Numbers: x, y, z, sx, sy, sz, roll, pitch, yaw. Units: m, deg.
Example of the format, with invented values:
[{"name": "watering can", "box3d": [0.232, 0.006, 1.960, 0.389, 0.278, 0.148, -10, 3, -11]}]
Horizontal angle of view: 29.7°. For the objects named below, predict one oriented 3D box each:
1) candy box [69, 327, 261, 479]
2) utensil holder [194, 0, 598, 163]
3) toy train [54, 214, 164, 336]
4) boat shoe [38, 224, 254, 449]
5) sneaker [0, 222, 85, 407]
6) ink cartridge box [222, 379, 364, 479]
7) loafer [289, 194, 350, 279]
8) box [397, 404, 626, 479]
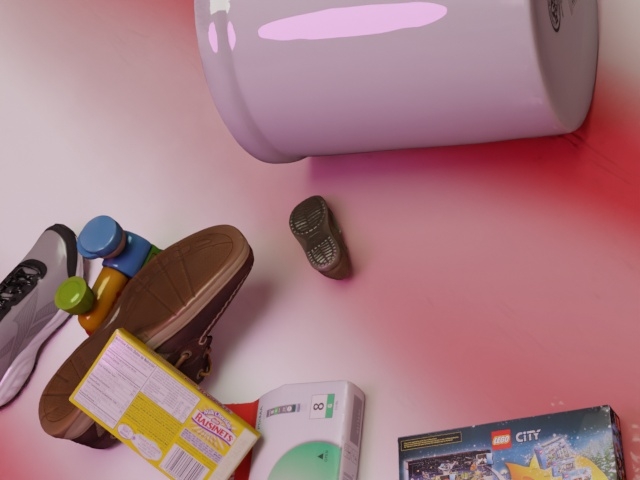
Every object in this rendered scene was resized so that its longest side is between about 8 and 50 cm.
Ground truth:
[{"name": "candy box", "box3d": [-0.180, 0.202, 1.386, 0.206, 0.027, 0.105, 37, 97, 7]}, {"name": "utensil holder", "box3d": [0.099, -0.261, 1.410, 0.385, 0.327, 0.327, -1, 63, 27]}, {"name": "toy train", "box3d": [-0.285, 0.099, 1.531, 0.105, 0.143, 0.248, 14, 71, 35]}, {"name": "boat shoe", "box3d": [-0.192, 0.127, 1.478, 0.342, 0.123, 0.123, -48, 39, 6]}, {"name": "sneaker", "box3d": [-0.412, 0.094, 1.630, 0.100, 0.108, 0.271, 15, 70, 36]}, {"name": "ink cartridge box", "box3d": [-0.065, 0.257, 1.378, 0.225, 0.056, 0.181, -7, 60, 24]}, {"name": "loafer", "box3d": [0.000, 0.000, 1.491, 0.056, 0.050, 0.148, -27, 38, 10]}, {"name": "box", "box3d": [0.195, 0.266, 1.231, 0.233, 0.044, 0.159, -13, 58, 23]}]
